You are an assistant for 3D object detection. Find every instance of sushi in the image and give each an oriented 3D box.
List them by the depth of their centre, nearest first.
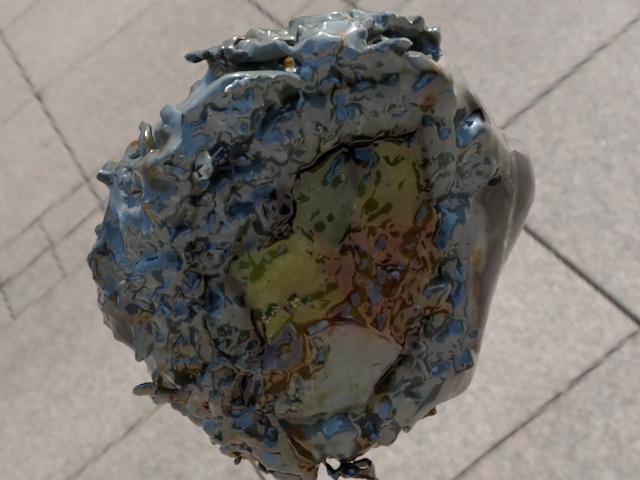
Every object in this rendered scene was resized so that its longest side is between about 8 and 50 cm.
[{"bbox_3d":[-0.003,-0.001,1.055,0.417,0.417,0.176,-49,37,-15],"label":"sushi"}]
